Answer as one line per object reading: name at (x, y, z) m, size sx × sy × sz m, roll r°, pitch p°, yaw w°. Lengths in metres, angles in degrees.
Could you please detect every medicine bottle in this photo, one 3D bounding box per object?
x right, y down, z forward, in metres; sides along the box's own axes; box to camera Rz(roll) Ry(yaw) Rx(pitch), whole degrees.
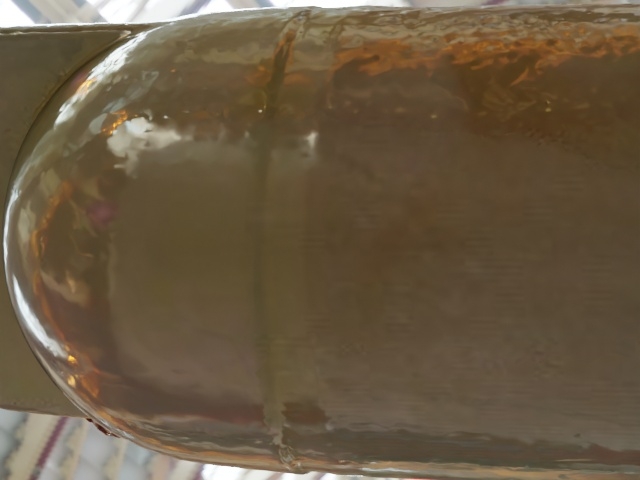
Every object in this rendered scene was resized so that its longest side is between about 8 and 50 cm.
medicine bottle at (0.000, 0.000, 0.660) m, size 0.406 × 0.236 × 0.236 m, roll 2°, pitch -65°, yaw 14°

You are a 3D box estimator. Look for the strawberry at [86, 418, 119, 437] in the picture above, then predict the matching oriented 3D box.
strawberry at (-0.154, 0.061, 1.214) m, size 0.205 × 0.205 × 0.244 m, roll -10°, pitch -51°, yaw -18°
